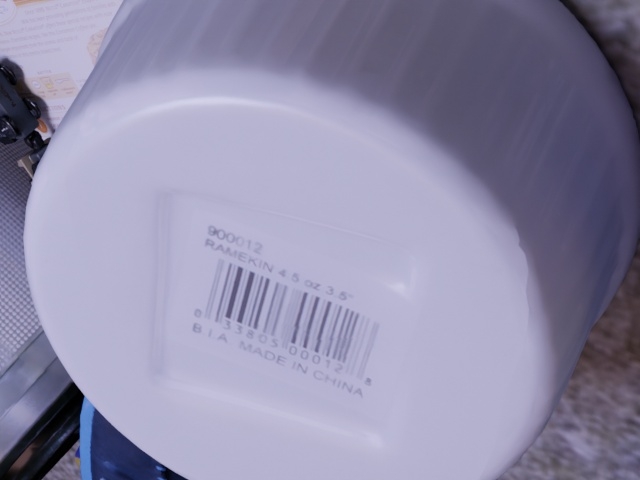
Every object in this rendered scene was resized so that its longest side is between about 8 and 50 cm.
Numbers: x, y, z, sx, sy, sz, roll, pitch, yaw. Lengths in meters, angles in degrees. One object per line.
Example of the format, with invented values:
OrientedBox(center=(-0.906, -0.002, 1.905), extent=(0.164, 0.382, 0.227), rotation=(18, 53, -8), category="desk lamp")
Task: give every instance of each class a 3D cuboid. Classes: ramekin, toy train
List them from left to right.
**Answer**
OrientedBox(center=(-0.144, -0.029, 0.942), extent=(0.036, 0.027, 0.158), rotation=(-6, 123, 55), category="toy train")
OrientedBox(center=(0.000, 0.000, 0.786), extent=(0.277, 0.135, 0.277), rotation=(11, 129, 14), category="ramekin")

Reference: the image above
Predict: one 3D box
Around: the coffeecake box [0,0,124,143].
OrientedBox(center=(-0.100, -0.090, 0.917), extent=(0.142, 0.068, 0.185), rotation=(-1, 127, 46), category="coffeecake box")

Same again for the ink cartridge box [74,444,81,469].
OrientedBox(center=(-0.025, 0.207, 1.170), extent=(0.304, 0.072, 0.307), rotation=(8, 135, 40), category="ink cartridge box")

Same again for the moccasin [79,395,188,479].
OrientedBox(center=(-0.046, 0.164, 1.019), extent=(0.117, 0.137, 0.342), rotation=(20, 146, 26), category="moccasin")

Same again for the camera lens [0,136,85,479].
OrientedBox(center=(-0.245, 0.022, 1.048), extent=(0.274, 0.219, 0.219), rotation=(42, 146, 1), category="camera lens")
